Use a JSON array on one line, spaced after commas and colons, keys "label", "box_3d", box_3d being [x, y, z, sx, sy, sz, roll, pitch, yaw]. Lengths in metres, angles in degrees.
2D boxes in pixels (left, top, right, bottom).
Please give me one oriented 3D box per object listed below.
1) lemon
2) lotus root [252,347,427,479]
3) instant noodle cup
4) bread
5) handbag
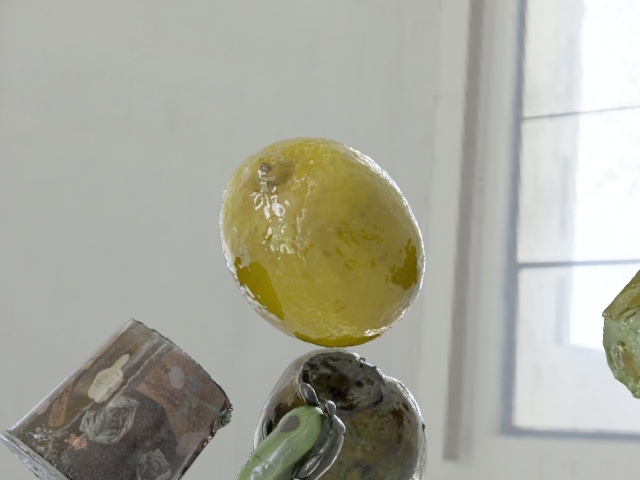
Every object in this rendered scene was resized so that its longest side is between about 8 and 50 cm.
[{"label": "lemon", "box_3d": [0.002, 0.003, 1.460, 0.236, 0.235, 0.263, -37, -63, -53]}, {"label": "lotus root", "box_3d": [0.022, 0.294, 1.674, 0.346, 0.250, 0.250, 92, -160, -48]}, {"label": "instant noodle cup", "box_3d": [-0.231, 0.223, 1.448, 0.207, 0.217, 0.217, -50, -49, -20]}, {"label": "bread", "box_3d": [0.503, 0.094, 1.588, 0.252, 0.196, 0.238, -44, -34, -12]}, {"label": "handbag", "box_3d": [-0.026, 0.167, 0.925, 0.111, 0.072, 0.047, -48, -51, -13]}]
